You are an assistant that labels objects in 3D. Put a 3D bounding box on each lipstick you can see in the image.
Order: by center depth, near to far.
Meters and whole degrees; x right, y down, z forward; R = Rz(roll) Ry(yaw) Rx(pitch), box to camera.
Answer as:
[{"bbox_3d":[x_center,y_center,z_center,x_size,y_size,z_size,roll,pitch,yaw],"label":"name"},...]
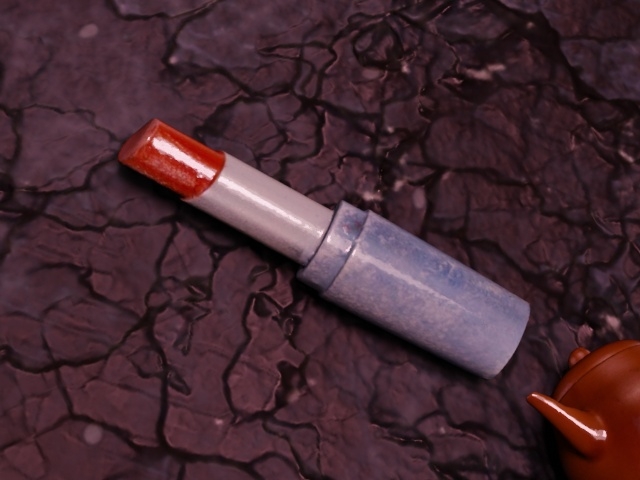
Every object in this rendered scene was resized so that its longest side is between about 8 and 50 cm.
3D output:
[{"bbox_3d":[0.000,0.000,0.802,0.274,0.068,0.061,29,64,-7],"label":"lipstick"}]

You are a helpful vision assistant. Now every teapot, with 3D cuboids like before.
[{"bbox_3d":[0.197,0.110,0.809,0.173,0.116,0.116,0,70,-43],"label":"teapot"}]
